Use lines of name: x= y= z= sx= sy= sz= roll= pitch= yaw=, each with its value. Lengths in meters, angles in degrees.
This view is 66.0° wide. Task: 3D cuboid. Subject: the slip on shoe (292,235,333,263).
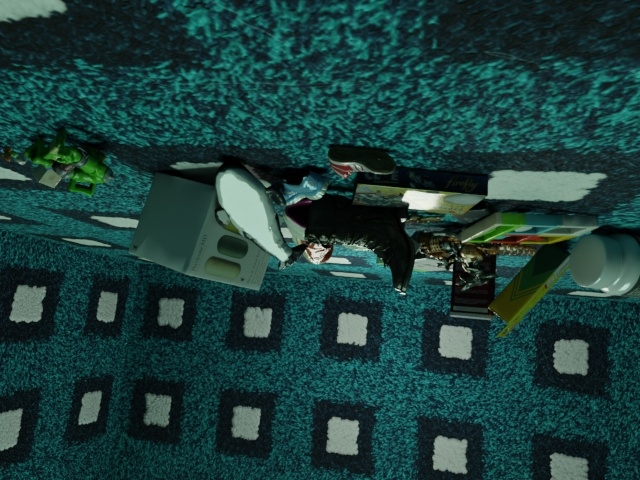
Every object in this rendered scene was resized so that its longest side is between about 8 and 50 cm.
slip on shoe: x=0.000 y=0.000 z=1.511 sx=0.101 sy=0.123 sz=0.331 roll=0 pitch=165 yaw=13

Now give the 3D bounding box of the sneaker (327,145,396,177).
sneaker: x=0.071 y=-0.133 z=0.865 sx=0.118 sy=0.042 sz=0.067 roll=13 pitch=167 yaw=3

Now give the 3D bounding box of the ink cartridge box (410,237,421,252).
ink cartridge box: x=0.206 y=0.002 z=1.395 sx=0.145 sy=0.045 sz=0.179 roll=38 pitch=172 yaw=10

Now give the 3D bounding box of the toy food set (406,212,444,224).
toy food set: x=0.259 y=-0.058 z=1.287 sx=0.122 sy=0.019 sz=0.078 roll=-3 pitch=170 yaw=6

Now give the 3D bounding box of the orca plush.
orca plush: x=-0.127 y=-0.071 z=1.070 sx=0.151 sy=0.102 sz=0.287 roll=-35 pitch=125 yaw=22

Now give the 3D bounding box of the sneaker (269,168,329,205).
sneaker: x=-0.057 y=-0.121 z=1.022 sx=0.162 sy=0.063 sz=0.073 roll=-8 pitch=145 yaw=45

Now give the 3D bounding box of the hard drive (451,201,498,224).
hard drive: x=0.365 y=-0.063 z=1.169 sx=0.094 sy=0.022 sz=0.135 roll=-1 pitch=169 yaw=34

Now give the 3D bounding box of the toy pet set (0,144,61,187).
toy pet set: x=-0.594 y=-0.173 z=1.047 sx=0.114 sy=0.065 sz=0.122 roll=40 pitch=-177 yaw=26

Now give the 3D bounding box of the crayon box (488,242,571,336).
crayon box: x=0.629 y=0.156 z=1.510 sx=0.081 sy=0.318 sz=0.202 roll=43 pitch=-171 yaw=27

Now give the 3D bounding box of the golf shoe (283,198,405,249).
golf shoe: x=0.051 y=-0.045 z=1.211 sx=0.306 sy=0.115 sz=0.140 roll=3 pitch=167 yaw=13

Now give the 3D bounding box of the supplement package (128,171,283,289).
supplement package: x=-0.263 y=-0.015 z=1.172 sx=0.198 sy=0.199 sz=0.263 roll=16 pitch=176 yaw=31

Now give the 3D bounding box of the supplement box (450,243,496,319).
supplement box: x=0.499 y=0.133 z=1.606 sx=0.130 sy=0.239 sz=0.073 roll=2 pitch=170 yaw=28

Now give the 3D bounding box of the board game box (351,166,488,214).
board game box: x=0.190 y=-0.100 z=0.995 sx=0.243 sy=0.042 sz=0.165 roll=6 pitch=170 yaw=0

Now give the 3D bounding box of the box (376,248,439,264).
box: x=0.393 y=0.071 z=1.872 sx=0.232 sy=0.058 sz=0.322 roll=10 pitch=168 yaw=-25

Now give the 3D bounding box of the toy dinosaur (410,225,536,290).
toy dinosaur: x=0.417 y=0.033 z=1.384 sx=0.322 sy=0.164 sz=0.218 roll=25 pitch=167 yaw=36

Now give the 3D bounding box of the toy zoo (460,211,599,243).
toy zoo: x=0.517 y=-0.026 z=1.191 sx=0.293 sy=0.030 sz=0.192 roll=1 pitch=168 yaw=-8

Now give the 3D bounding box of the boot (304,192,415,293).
boot: x=0.079 y=-0.001 z=1.074 sx=0.229 sy=0.263 sz=0.091 roll=0 pitch=146 yaw=-4

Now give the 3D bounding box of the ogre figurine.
ogre figurine: x=-0.483 y=-0.148 z=0.955 sx=0.197 sy=0.096 sz=0.118 roll=-14 pitch=150 yaw=32

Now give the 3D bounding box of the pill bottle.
pill bottle: x=0.808 y=0.066 z=1.258 sx=0.283 sy=0.161 sz=0.161 roll=7 pitch=170 yaw=-8
